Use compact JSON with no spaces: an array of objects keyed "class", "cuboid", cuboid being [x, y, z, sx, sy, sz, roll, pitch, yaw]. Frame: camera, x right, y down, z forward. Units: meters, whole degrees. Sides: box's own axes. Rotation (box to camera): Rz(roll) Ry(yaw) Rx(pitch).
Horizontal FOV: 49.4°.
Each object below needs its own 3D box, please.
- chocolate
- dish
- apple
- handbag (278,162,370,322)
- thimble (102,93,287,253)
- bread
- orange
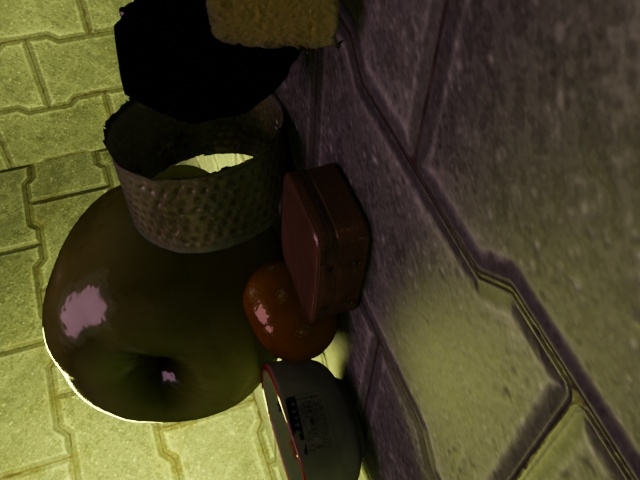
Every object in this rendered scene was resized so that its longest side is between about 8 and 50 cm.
[{"class":"chocolate","cuboid":[-0.140,-0.271,0.803,0.206,0.224,0.177,100,148,-53]},{"class":"dish","cuboid":[-0.006,0.298,1.106,0.256,0.117,0.256,165,90,-76]},{"class":"apple","cuboid":[-0.267,0.095,1.277,0.473,0.473,0.473,165,90,-76]},{"class":"handbag","cuboid":[0.000,0.000,0.876,0.193,0.072,0.151,94,157,-57]},{"class":"thimble","cuboid":[-0.180,-0.122,1.062,0.271,0.271,0.150,-119,17,-45]},{"class":"bread","cuboid":[-0.042,-0.257,0.629,0.147,0.152,0.127,93,166,-57]},{"class":"orange","cuboid":[-0.039,0.099,1.011,0.156,0.124,0.156,57,-170,-16]}]
